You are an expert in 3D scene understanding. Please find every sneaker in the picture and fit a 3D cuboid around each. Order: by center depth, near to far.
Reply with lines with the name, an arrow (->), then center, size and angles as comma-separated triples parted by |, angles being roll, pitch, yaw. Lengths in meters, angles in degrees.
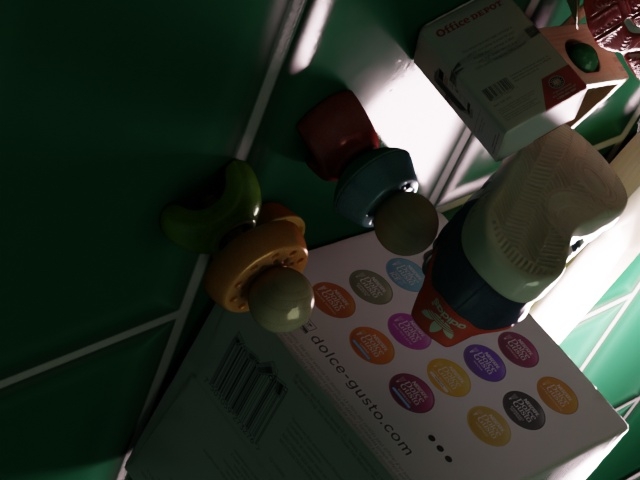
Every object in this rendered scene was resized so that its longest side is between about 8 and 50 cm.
sneaker -> 0.280, -0.246, 1.592 | 0.087, 0.128, 0.221 | -28, 149, 10
sneaker -> 0.181, -0.006, 1.601 | 0.148, 0.131, 0.350 | -46, 174, 32

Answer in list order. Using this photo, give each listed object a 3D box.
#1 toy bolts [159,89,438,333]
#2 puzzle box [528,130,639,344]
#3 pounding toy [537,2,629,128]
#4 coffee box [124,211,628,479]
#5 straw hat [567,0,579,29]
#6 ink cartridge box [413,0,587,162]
toy bolts -> 0.000, 0.000, 1.568 | 0.228, 0.158, 0.218 | -37, 156, -3
puzzle box -> 0.290, 0.072, 2.133 | 0.409, 0.052, 0.272 | -46, 160, -18
pounding toy -> 0.237, -0.178, 1.691 | 0.130, 0.100, 0.141 | -12, 156, -45
coffee box -> 0.054, 0.225, 1.826 | 0.334, 0.338, 0.338 | -17, 148, -43
straw hat -> 0.205, -0.258, 1.510 | 0.061, 0.144, 0.144 | 2, 157, 10
ink cartridge box -> 0.166, -0.155, 1.556 | 0.099, 0.135, 0.056 | -29, 158, -19
